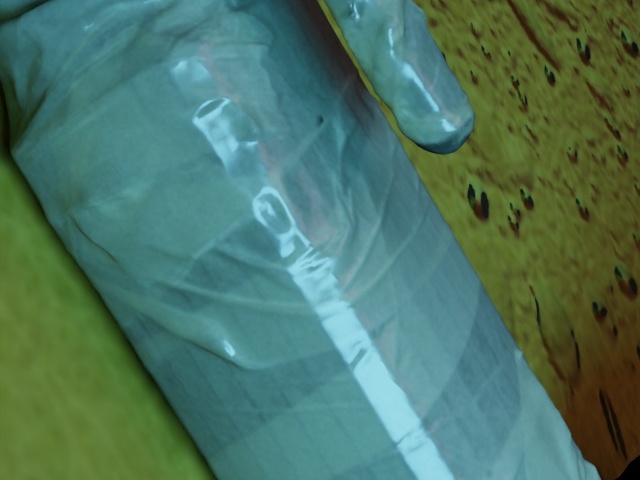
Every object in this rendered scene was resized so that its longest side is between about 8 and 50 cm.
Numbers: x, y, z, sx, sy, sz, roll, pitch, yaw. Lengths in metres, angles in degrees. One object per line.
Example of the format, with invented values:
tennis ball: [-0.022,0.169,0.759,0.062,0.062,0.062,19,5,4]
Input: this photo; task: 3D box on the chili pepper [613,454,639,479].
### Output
chili pepper: [0.211,0.157,0.462,0.248,0.256,0.233,31,58,-44]

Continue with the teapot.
teapot: [0.000,0.000,0.388,0.200,0.107,0.077,58,39,-10]
